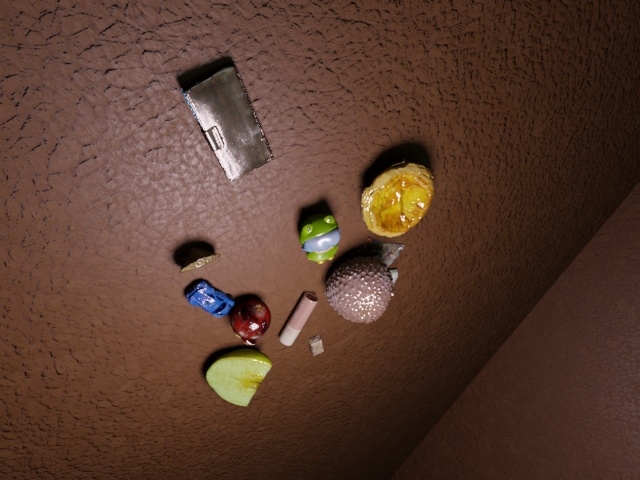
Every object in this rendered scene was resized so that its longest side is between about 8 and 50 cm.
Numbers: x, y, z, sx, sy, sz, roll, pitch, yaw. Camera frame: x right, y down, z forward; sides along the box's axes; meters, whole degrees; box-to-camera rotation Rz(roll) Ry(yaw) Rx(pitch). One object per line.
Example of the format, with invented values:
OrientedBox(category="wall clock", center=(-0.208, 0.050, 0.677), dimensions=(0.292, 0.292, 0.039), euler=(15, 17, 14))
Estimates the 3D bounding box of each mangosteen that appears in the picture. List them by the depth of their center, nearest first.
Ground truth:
OrientedBox(category="mangosteen", center=(-0.277, 0.320, 1.623), dimensions=(0.166, 0.166, 0.180), euler=(1, 131, -31))

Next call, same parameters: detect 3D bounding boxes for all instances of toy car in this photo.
OrientedBox(category="toy car", center=(-0.402, 0.228, 1.545), dimensions=(0.103, 0.063, 0.216), euler=(-42, 134, 4))

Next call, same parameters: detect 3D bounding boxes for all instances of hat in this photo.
OrientedBox(category="hat", center=(-0.421, 0.050, 1.405), dimensions=(0.146, 0.067, 0.146), euler=(-26, 175, -3))

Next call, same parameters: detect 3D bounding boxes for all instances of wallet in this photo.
OrientedBox(category="wallet", center=(-0.261, -0.333, 1.210), dimensions=(0.169, 0.044, 0.316), euler=(-32, 136, -10))

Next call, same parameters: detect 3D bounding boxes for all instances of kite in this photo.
OrientedBox(category="kite", center=(0.270, 0.050, 1.843), dimensions=(0.245, 0.015, 0.141), euler=(20, 110, -40))

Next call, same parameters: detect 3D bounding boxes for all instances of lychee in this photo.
OrientedBox(category="lychee", center=(0.168, 0.195, 1.722), dimensions=(0.300, 0.300, 0.299), euler=(-16, 130, -20))

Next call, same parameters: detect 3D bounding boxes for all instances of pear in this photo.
OrientedBox(category="pear", center=(-0.366, 0.555, 1.780), dimensions=(0.239, 0.139, 0.288), euler=(18, 118, -23))

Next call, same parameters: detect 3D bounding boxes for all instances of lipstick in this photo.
OrientedBox(category="lipstick", center=(-0.097, 0.343, 1.811), dimensions=(0.070, 0.070, 0.254), euler=(13, 116, -37))

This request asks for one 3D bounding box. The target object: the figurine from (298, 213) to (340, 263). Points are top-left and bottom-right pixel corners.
OrientedBox(category="figurine", center=(0.000, 0.000, 1.568), dimensions=(0.162, 0.143, 0.263), euler=(-19, 149, -7))

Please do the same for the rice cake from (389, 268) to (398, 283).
OrientedBox(category="rice cake", center=(0.304, 0.234, 1.986), dimensions=(0.085, 0.040, 0.226), euler=(-5, 126, -28))

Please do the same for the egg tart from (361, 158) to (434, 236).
OrientedBox(category="egg tart", center=(0.287, -0.165, 1.605), dimensions=(0.342, 0.132, 0.341), euler=(-17, 131, -21))

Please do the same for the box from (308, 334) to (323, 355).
OrientedBox(category="box", center=(-0.022, 0.507, 2.000), dimensions=(0.062, 0.045, 0.098), euler=(-20, 131, -16))
